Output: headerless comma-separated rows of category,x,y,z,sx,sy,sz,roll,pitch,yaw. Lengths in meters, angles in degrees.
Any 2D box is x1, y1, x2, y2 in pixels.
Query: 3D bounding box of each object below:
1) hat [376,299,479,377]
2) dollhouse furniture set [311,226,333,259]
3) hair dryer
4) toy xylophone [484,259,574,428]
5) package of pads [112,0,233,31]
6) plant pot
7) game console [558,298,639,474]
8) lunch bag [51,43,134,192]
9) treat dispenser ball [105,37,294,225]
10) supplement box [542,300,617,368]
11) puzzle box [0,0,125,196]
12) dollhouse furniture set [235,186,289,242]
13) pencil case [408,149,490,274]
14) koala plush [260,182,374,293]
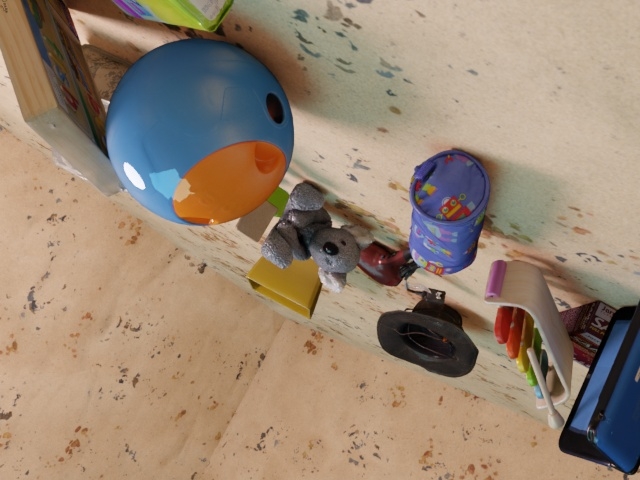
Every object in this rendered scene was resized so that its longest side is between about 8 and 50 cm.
hat,0.319,0.254,1.971,0.331,0.134,0.331,18,148,12
dollhouse furniture set,-0.012,-0.005,1.735,0.182,0.101,0.161,19,164,37
hair dryer,0.176,0.040,1.645,0.293,0.080,0.223,17,148,22
toy xylophone,0.395,0.194,1.267,0.081,0.236,0.323,-12,115,32
package of pads,-0.241,-0.370,0.769,0.229,0.101,0.296,26,170,45
plant pot,-0.082,0.098,2.089,0.212,0.187,0.212,27,168,7
game console,0.466,0.201,1.102,0.173,0.293,0.250,13,160,48
lunch bag,-0.404,-0.231,1.384,0.287,0.169,0.235,25,136,18
treat dispenser ball,-0.184,-0.166,1.062,0.288,0.288,0.288,27,167,7
supplement box,0.556,0.197,1.391,0.130,0.073,0.239,28,166,3
puzzle box,-0.429,-0.293,1.084,0.272,0.052,0.409,70,175,-71
dollhouse furniture set,-0.235,-0.093,1.521,0.197,0.151,0.301,35,169,-29
pencil case,0.204,-0.037,1.126,0.133,0.119,0.306,34,169,17
koala plush,0.000,0.000,1.584,0.221,0.196,0.203,28,179,-2
